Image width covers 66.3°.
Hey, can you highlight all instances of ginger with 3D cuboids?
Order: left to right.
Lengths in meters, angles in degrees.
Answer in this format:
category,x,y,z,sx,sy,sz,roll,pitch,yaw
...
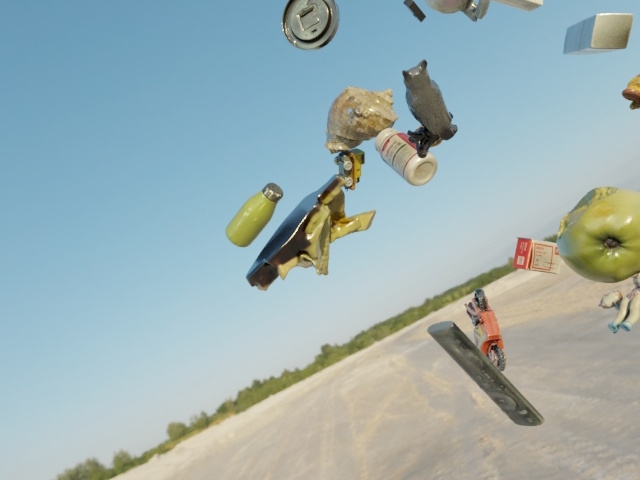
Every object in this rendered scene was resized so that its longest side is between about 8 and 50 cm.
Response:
category,x,y,z,sx,sy,sz,roll,pitch,yaw
ginger,0.000,0.000,1.405,0.413,0.211,0.358,-55,10,-30

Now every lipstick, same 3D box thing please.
category,x,y,z,sx,sy,sz,roll,pitch,yaw
lipstick,0.677,-0.505,1.217,0.080,0.076,0.371,7,20,15

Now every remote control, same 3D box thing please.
category,x,y,z,sx,sy,sz,roll,pitch,yaw
remote control,0.444,0.362,1.322,0.044,0.377,0.107,-47,9,-26

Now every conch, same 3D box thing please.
category,x,y,z,sx,sy,sz,roll,pitch,yaw
conch,0.136,-0.523,2.014,0.352,0.297,0.210,-29,-41,10

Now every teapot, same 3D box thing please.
category,x,y,z,sx,sy,sz,roll,pitch,yaw
teapot,0.415,-0.782,1.493,0.163,0.221,0.178,-21,-6,-5

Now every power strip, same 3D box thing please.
category,x,y,z,sx,sy,sz,roll,pitch,yaw
power strip,0.328,-0.801,1.704,0.029,0.038,0.111,-47,-33,20

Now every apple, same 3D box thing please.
category,x,y,z,sx,sy,sz,roll,pitch,yaw
apple,0.783,-0.011,1.333,0.279,0.279,0.279,-26,-13,-7

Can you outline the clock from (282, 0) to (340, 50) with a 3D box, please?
category,x,y,z,sx,sy,sz,roll,pitch,yaw
clock,-0.033,-0.782,1.740,0.215,0.215,0.042,-33,-9,22

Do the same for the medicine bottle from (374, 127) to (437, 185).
category,x,y,z,sx,sy,sz,roll,pitch,yaw
medicine bottle,0.302,-0.304,1.760,0.131,0.250,0.131,-17,-47,-19

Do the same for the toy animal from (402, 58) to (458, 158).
category,x,y,z,sx,sy,sz,roll,pitch,yaw
toy animal,0.235,-0.284,1.076,0.121,0.117,0.210,-34,-41,5

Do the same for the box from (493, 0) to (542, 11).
category,x,y,z,sx,sy,sz,roll,pitch,yaw
box,0.345,-0.487,0.911,0.154,0.084,0.040,1,2,-26

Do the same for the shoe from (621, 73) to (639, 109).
category,x,y,z,sx,sy,sz,roll,pitch,yaw
shoe,0.708,-0.306,1.066,0.069,0.109,0.072,-37,14,-1

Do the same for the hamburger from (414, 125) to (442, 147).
category,x,y,z,sx,sy,sz,roll,pitch,yaw
hamburger,0.508,-0.500,2.328,0.164,0.093,0.189,-27,27,-25

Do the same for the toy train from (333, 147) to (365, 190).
category,x,y,z,sx,sy,sz,roll,pitch,yaw
toy train,0.132,-0.317,2.150,0.127,0.089,0.219,-22,-53,-27

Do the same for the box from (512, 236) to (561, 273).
category,x,y,z,sx,sy,sz,roll,pitch,yaw
box,0.903,0.064,2.033,0.182,0.133,0.099,10,0,-23

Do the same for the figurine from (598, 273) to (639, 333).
category,x,y,z,sx,sy,sz,roll,pitch,yaw
figurine,0.894,0.174,1.391,0.260,0.103,0.205,-42,-9,-24

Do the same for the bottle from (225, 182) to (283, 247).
category,x,y,z,sx,sy,sz,roll,pitch,yaw
bottle,-0.228,-0.093,1.727,0.260,0.112,0.112,-47,-21,28

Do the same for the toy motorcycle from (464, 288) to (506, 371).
category,x,y,z,sx,sy,sz,roll,pitch,yaw
toy motorcycle,0.574,0.318,1.700,0.089,0.298,0.171,-11,-33,6
